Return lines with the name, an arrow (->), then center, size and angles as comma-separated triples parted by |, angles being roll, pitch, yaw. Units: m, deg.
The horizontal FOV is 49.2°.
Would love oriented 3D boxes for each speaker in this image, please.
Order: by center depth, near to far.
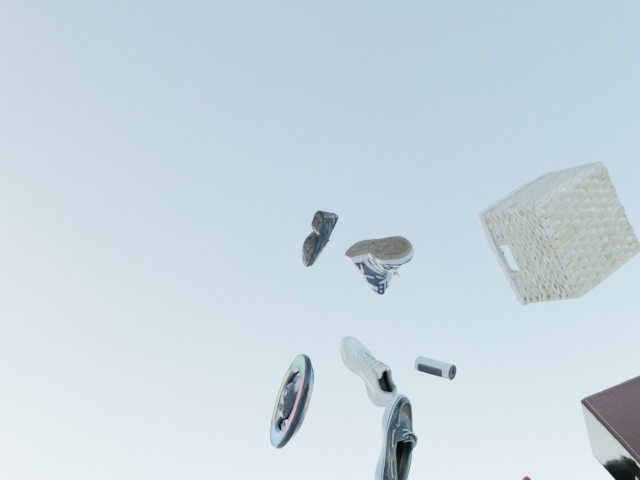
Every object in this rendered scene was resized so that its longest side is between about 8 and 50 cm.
speaker -> 0.386, 0.427, 2.344 | 0.136, 0.055, 0.055 | 9, -20, 41

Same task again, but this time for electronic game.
electronic game -> -0.072, 0.381, 1.661 | 0.048, 0.229, 0.229 | 21, -47, -12

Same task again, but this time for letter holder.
letter holder -> 0.648, 0.381, 1.238 | 0.214, 0.302, 0.152 | -23, -65, -3

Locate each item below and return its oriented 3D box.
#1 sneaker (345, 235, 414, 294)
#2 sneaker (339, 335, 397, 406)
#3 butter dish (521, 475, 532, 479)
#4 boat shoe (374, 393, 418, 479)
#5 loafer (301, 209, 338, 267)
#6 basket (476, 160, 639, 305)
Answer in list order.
sneaker -> 0.197, 0.075, 1.991 | 0.099, 0.282, 0.153 | -43, -70, -24
sneaker -> 0.149, 0.363, 2.011 | 0.090, 0.232, 0.115 | -33, -9, -32
butter dish -> 0.589, 0.735, 1.869 | 0.160, 0.160, 0.118 | -35, 3, -38
boat shoe -> 0.278, 0.684, 2.373 | 0.121, 0.335, 0.119 | 30, -32, -33
loafer -> 0.000, 0.000, 1.832 | 0.061, 0.062, 0.170 | 0, -53, -35
basket -> 0.715, -0.021, 2.082 | 0.331, 0.328, 0.266 | -30, 6, -24
